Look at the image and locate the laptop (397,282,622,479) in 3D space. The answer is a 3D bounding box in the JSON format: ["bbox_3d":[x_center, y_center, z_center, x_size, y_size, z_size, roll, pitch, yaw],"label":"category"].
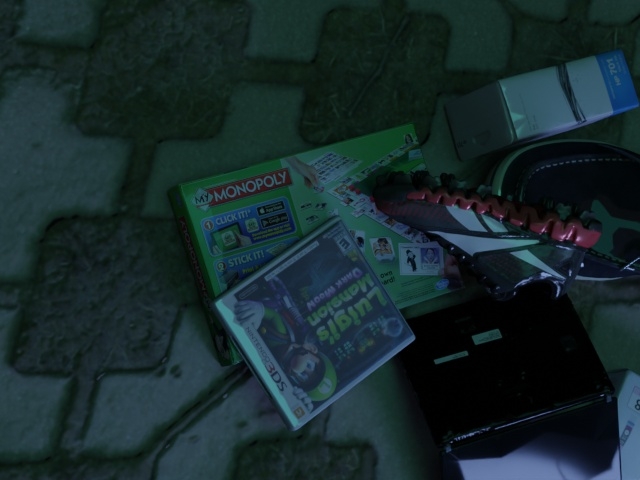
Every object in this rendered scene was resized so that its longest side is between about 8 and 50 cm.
[{"bbox_3d":[0.226,0.212,1.788,0.234,0.136,0.264,-15,62,-15],"label":"laptop"}]

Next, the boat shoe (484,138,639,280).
[{"bbox_3d":[0.441,-0.028,1.874,0.500,0.156,0.186,12,78,-21],"label":"boat shoe"}]

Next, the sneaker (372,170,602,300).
[{"bbox_3d":[0.187,-0.002,1.729,0.276,0.097,0.135,14,98,-8],"label":"sneaker"}]

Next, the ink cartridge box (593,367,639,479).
[{"bbox_3d":[0.405,0.307,1.856,0.189,0.066,0.232,33,66,-16],"label":"ink cartridge box"}]

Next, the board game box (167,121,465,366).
[{"bbox_3d":[0.000,0.000,1.726,0.317,0.046,0.213,-16,88,-26],"label":"board game box"}]

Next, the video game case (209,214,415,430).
[{"bbox_3d":[-0.006,0.092,1.671,0.190,0.022,0.173,-35,97,-25],"label":"video game case"}]

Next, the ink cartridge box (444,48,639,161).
[{"bbox_3d":[0.273,-0.167,1.826,0.191,0.140,0.082,-15,89,-26],"label":"ink cartridge box"}]
